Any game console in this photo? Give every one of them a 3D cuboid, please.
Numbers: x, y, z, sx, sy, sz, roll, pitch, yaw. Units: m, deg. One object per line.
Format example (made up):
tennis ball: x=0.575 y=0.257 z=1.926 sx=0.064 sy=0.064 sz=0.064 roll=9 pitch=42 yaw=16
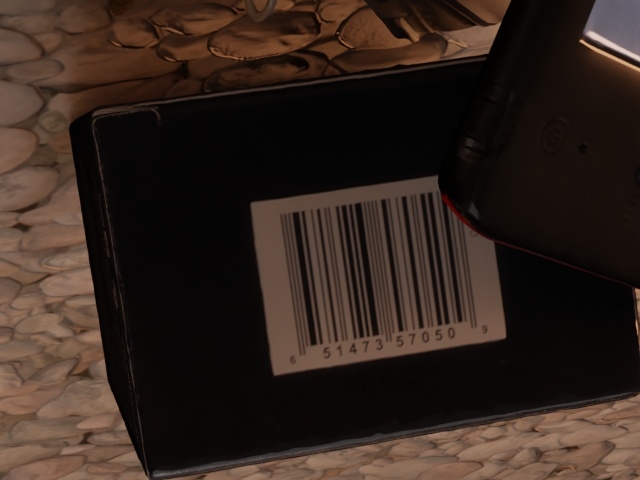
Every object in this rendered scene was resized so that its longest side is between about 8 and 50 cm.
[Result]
game console: x=0.251 y=-0.150 z=0.954 sx=0.342 sy=0.060 sz=0.386 roll=16 pitch=99 yaw=-45

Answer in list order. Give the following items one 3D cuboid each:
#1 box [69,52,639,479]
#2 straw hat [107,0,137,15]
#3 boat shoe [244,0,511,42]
box: x=0.000 y=0.000 z=1.172 sx=0.294 sy=0.212 sz=0.395 roll=-9 pitch=-176 yaw=-10
straw hat: x=-0.111 y=-0.202 z=1.027 sx=0.061 sy=0.144 sz=0.144 roll=31 pitch=151 yaw=3
boat shoe: x=0.001 y=-0.195 z=1.045 sx=0.156 sy=0.135 sz=0.367 roll=-18 pitch=166 yaw=20
